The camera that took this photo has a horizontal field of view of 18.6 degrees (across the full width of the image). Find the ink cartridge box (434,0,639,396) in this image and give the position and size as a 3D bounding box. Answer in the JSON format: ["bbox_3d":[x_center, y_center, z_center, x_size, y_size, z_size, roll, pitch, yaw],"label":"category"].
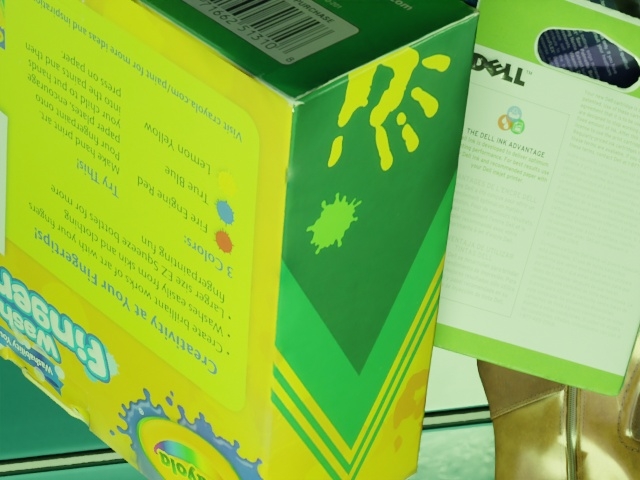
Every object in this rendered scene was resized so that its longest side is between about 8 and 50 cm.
[{"bbox_3d":[0.147,-0.040,1.372,0.188,0.097,0.255,17,90,-16],"label":"ink cartridge box"}]

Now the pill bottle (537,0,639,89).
[{"bbox_3d":[0.192,-0.133,1.432,0.219,0.123,0.123,-20,100,11],"label":"pill bottle"}]

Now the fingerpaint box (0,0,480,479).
[{"bbox_3d":[-0.122,-0.063,1.290,0.445,0.163,0.371,34,136,33],"label":"fingerpaint box"}]

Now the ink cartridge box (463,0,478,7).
[{"bbox_3d":[0.065,-0.274,1.435,0.190,0.082,0.140,25,104,-1],"label":"ink cartridge box"}]

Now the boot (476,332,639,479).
[{"bbox_3d":[0.244,0.147,1.448,0.264,0.096,0.280,-4,77,8],"label":"boot"}]
